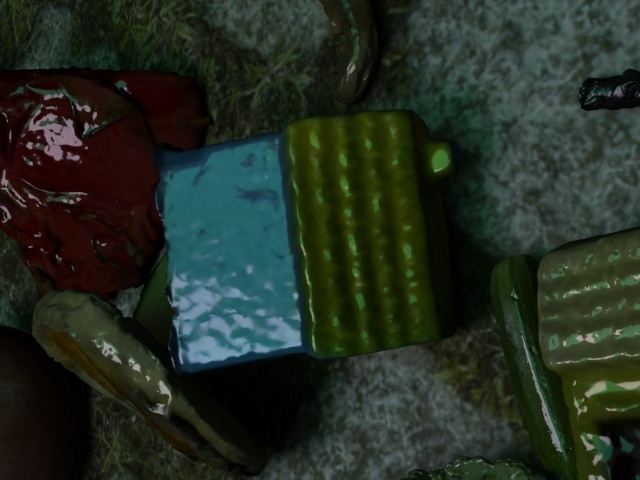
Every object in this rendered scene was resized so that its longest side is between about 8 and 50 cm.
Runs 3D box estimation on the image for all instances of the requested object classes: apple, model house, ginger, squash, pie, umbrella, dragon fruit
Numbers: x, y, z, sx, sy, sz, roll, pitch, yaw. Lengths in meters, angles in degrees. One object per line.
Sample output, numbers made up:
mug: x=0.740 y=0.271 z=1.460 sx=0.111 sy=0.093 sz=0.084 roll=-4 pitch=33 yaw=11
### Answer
apple: x=-0.488 y=0.271 z=1.173 sx=0.305 sy=0.235 sz=0.306 roll=1 pitch=92 yaw=37
model house: x=0.286 y=0.082 z=0.644 sx=0.193 sy=0.174 sz=0.235 roll=-15 pitch=85 yaw=35
ginger: x=0.030 y=-0.241 z=0.914 sx=0.069 sy=0.051 sz=0.174 roll=-12 pitch=81 yaw=39
squash: x=-0.148 y=0.072 z=1.033 sx=0.191 sy=0.085 sz=0.184 roll=-4 pitch=59 yaw=52
pie: x=-0.193 y=0.166 z=0.937 sx=0.339 sy=0.339 sz=0.077 roll=24 pitch=68 yaw=33
model house: x=0.000 y=0.000 z=0.843 sx=0.303 sy=0.215 sz=0.237 roll=-10 pitch=83 yaw=23
umbrella: x=0.301 y=-0.134 z=0.725 sx=0.143 sy=0.040 sz=0.037 roll=0 pitch=81 yaw=35
squash: x=0.212 y=0.126 z=0.774 sx=0.066 sy=0.066 sz=0.229 roll=-22 pitch=75 yaw=34
dragon fruit: x=-0.321 y=-0.067 z=1.059 sx=0.285 sy=0.228 sz=0.330 roll=5 pitch=91 yaw=34

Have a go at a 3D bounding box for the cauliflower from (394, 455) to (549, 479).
cauliflower: x=0.094 y=0.342 z=0.727 sx=0.260 sy=0.281 sz=0.327 roll=25 pitch=99 yaw=28
